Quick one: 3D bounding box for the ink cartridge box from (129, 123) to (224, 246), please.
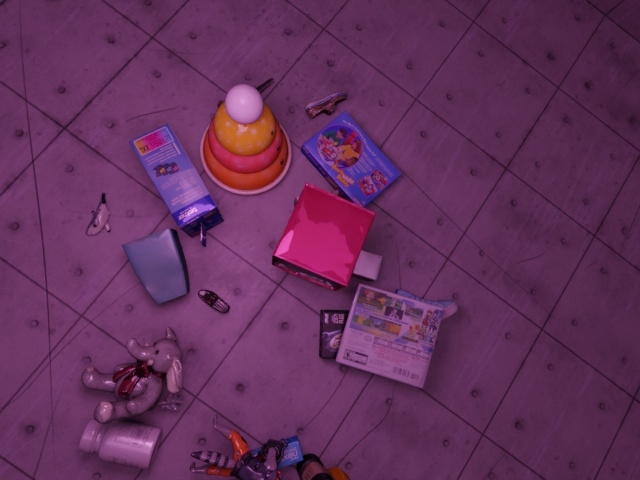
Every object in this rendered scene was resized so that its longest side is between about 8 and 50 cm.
[{"bbox_3d":[-0.478,-0.171,1.492,0.151,0.270,0.395,-32,87,-10],"label":"ink cartridge box"}]

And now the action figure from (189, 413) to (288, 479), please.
[{"bbox_3d":[-0.270,0.784,1.368,0.331,0.178,0.341,26,77,7],"label":"action figure"}]

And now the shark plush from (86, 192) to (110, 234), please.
[{"bbox_3d":[-0.816,-0.099,1.540,0.067,0.073,0.161,-1,86,21],"label":"shark plush"}]

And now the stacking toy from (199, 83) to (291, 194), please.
[{"bbox_3d":[-0.258,-0.374,1.450,0.351,0.480,0.350,1,82,-9],"label":"stacking toy"}]

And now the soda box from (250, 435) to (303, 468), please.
[{"bbox_3d":[-0.173,0.771,1.503,0.210,0.067,0.071,-14,84,-11],"label":"soda box"}]

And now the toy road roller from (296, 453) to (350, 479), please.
[{"bbox_3d":[-0.018,0.938,1.441,0.241,0.202,0.329,43,76,-12],"label":"toy road roller"}]

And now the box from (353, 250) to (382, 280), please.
[{"bbox_3d":[0.175,0.099,1.649,0.102,0.087,0.101,17,79,-6],"label":"box"}]

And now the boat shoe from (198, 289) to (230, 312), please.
[{"bbox_3d":[-0.396,0.223,1.564,0.133,0.042,0.048,34,80,-1],"label":"boat shoe"}]

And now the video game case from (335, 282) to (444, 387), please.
[{"bbox_3d":[0.253,0.344,1.543,0.329,0.036,0.299,17,83,2],"label":"video game case"}]

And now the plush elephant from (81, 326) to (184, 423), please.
[{"bbox_3d":[-0.573,0.428,1.398,0.330,0.272,0.255,20,92,-34],"label":"plush elephant"}]

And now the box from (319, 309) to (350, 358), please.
[{"bbox_3d":[0.073,0.354,1.600,0.148,0.077,0.179,4,81,-8],"label":"box"}]

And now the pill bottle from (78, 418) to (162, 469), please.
[{"bbox_3d":[-0.663,0.671,1.407,0.230,0.131,0.131,16,79,-7],"label":"pill bottle"}]

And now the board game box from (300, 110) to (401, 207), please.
[{"bbox_3d":[0.123,-0.315,1.707,0.233,0.078,0.347,-41,90,-12],"label":"board game box"}]

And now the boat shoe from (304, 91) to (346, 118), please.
[{"bbox_3d":[0.029,-0.551,1.740,0.183,0.066,0.066,-22,90,-2],"label":"boat shoe"}]

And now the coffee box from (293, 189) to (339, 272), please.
[{"bbox_3d":[0.006,-0.028,1.624,0.168,0.119,0.296,-9,83,-10],"label":"coffee box"}]

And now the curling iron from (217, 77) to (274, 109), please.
[{"bbox_3d":[-0.300,-0.585,1.701,0.274,0.035,0.068,-35,89,-12],"label":"curling iron"}]

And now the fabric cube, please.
[{"bbox_3d":[0.000,0.000,1.429,0.254,0.259,0.258,22,78,-3],"label":"fabric cube"}]

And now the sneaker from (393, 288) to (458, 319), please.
[{"bbox_3d":[0.354,0.252,1.632,0.366,0.135,0.149,-11,87,-11],"label":"sneaker"}]

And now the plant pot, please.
[{"bbox_3d":[-0.560,0.096,1.500,0.166,0.165,0.234,-22,93,-12],"label":"plant pot"}]
